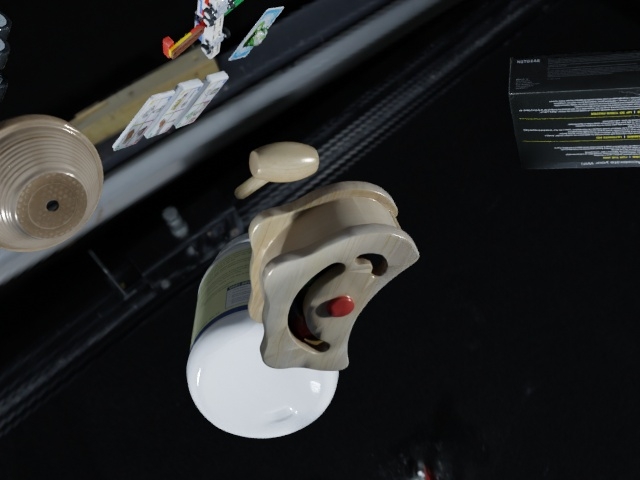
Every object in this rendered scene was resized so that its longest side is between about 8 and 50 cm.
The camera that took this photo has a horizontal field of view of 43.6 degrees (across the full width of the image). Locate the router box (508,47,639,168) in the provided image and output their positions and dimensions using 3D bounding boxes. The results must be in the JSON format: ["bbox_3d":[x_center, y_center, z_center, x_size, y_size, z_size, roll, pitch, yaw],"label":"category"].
[{"bbox_3d":[0.269,-0.118,0.733,0.179,0.133,0.046,1,-115,19],"label":"router box"}]

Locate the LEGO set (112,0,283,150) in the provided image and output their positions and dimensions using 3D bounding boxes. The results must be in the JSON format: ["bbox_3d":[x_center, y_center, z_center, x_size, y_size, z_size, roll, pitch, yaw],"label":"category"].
[{"bbox_3d":[-0.122,-0.210,0.845,0.060,0.182,0.244,45,-63,1],"label":"LEGO set"}]

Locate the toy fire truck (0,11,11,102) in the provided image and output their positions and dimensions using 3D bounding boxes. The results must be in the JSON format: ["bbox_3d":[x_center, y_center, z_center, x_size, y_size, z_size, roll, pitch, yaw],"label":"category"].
[{"bbox_3d":[-0.511,-0.237,0.963,0.158,0.246,0.217,-56,-145,32],"label":"toy fire truck"}]

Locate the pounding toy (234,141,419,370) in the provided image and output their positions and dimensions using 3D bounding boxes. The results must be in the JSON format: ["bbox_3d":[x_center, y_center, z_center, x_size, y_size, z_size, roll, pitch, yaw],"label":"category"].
[{"bbox_3d":[0.000,0.000,0.829,0.154,0.269,0.155,-8,-134,-14],"label":"pounding toy"}]

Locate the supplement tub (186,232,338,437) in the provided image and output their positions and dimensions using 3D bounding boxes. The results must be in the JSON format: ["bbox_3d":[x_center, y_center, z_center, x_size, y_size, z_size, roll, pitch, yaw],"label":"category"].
[{"bbox_3d":[-0.095,0.144,1.348,0.235,0.235,0.325,-16,-152,5],"label":"supplement tub"}]

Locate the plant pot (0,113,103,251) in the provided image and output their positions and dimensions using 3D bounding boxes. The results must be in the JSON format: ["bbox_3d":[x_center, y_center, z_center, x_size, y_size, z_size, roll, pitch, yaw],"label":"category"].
[{"bbox_3d":[-0.453,-0.076,1.299,0.237,0.237,0.110,-41,-134,-13],"label":"plant pot"}]
